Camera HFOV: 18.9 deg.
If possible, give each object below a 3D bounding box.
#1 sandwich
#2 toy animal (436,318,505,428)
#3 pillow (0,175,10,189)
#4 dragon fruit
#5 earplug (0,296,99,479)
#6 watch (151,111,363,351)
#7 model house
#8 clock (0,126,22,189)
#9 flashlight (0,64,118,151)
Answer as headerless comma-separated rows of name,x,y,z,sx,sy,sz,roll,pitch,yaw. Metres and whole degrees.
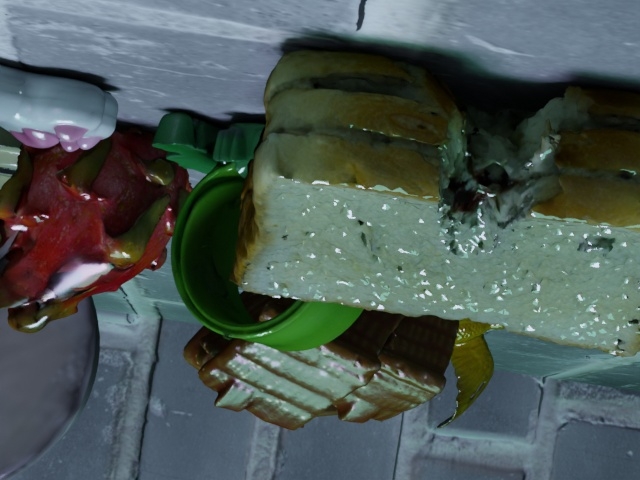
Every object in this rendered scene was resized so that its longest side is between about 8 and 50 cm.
sandwich,0.090,-0.022,1.127,0.273,0.095,0.249,9,161,-2
toy animal,0.153,0.075,2.059,0.095,0.155,0.219,34,149,42
pillow,-0.359,-0.008,1.725,0.171,0.179,0.075,15,-148,-11
dragon fruit,-0.184,-0.010,1.420,0.150,0.207,0.133,36,155,32
earplug,-0.379,0.106,1.971,0.312,0.313,0.394,9,174,-4
watch,-0.039,-0.002,1.326,0.165,0.152,0.131,3,172,30
model house,0.009,0.108,1.879,0.199,0.219,0.229,40,178,-11
clock,-0.246,-0.065,1.565,0.235,0.029,0.235,8,173,1
flashlight,-0.226,-0.094,1.229,0.200,0.048,0.093,12,173,-32
